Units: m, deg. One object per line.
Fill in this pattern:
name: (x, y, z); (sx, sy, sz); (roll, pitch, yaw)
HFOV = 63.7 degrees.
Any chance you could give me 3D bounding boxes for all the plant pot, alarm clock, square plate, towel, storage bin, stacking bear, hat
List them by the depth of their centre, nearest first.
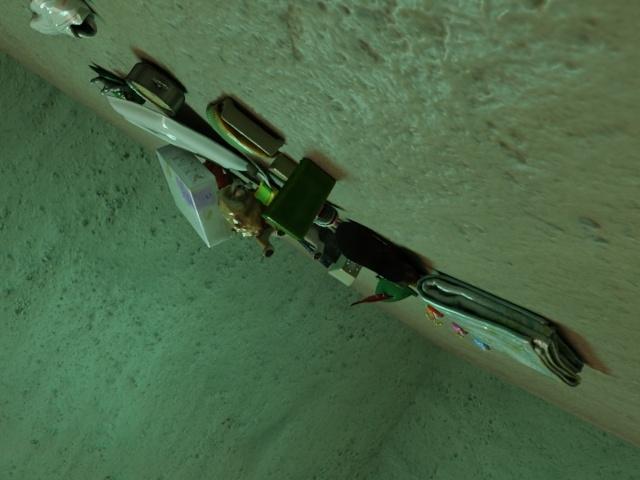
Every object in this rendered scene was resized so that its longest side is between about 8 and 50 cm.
alarm clock: (-0.362, -0.342, 1.150); (0.129, 0.064, 0.192); (36, 175, -25)
towel: (0.459, 0.229, 1.326); (0.374, 0.090, 0.320); (26, 170, 49)
square plate: (-0.413, -0.305, 1.511); (0.347, 0.049, 0.344); (25, 180, 40)
storage bin: (0.000, 0.000, 1.882); (0.122, 0.084, 0.180); (29, 173, 37)
stacking bear: (-0.375, -0.190, 2.006); (0.164, 0.176, 0.289); (8, 149, 42)
hat: (0.244, 0.236, 2.009); (0.208, 0.184, 0.173); (33, 174, 2)
plant pot: (0.115, 0.111, 2.102); (0.109, 0.109, 0.096); (34, 163, -11)

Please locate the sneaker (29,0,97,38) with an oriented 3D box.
sneaker: (-0.510, -0.441, 1.035); (0.115, 0.091, 0.232); (32, 176, -26)

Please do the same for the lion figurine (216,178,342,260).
lion figurine: (-0.103, -0.056, 1.510); (0.391, 0.142, 0.240); (11, -154, -37)

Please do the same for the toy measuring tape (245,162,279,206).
toy measuring tape: (-0.188, -0.133, 1.613); (0.121, 0.122, 0.330); (31, 174, 19)

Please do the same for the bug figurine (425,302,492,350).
bug figurine: (0.430, 0.259, 1.660); (0.278, 0.072, 0.216); (34, -177, -8)

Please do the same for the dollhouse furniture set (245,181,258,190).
dollhouse furniture set: (-0.232, -0.152, 1.879); (0.091, 0.081, 0.114); (37, 173, -31)

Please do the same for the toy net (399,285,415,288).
toy net: (0.190, 0.085, 1.627); (0.232, 0.045, 0.122); (33, -168, -10)

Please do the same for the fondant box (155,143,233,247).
fondant box: (-0.424, -0.162, 1.727); (0.330, 0.096, 0.239); (41, 150, 44)

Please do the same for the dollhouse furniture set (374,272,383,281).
dollhouse furniture set: (0.181, 0.063, 1.740); (0.152, 0.058, 0.076); (55, 175, -15)

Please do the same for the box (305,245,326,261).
box: (-0.046, 0.006, 2.104); (0.232, 0.059, 0.183); (43, 177, 13)

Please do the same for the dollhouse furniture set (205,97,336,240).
dollhouse furniture set: (-0.148, -0.153, 1.127); (0.301, 0.151, 0.197); (36, 173, -23)

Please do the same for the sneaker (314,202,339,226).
sneaker: (-0.026, -0.093, 1.384); (0.170, 0.063, 0.074); (35, -178, 34)

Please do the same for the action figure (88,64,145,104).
action figure: (-0.604, -0.451, 1.564); (0.232, 0.064, 0.137); (25, 167, 32)

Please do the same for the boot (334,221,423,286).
boot: (0.193, 0.051, 1.476); (0.264, 0.096, 0.280); (28, -176, 30)

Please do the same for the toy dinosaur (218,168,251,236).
toy dinosaur: (-0.256, -0.131, 1.816); (0.296, 0.127, 0.200); (57, -153, 11)
